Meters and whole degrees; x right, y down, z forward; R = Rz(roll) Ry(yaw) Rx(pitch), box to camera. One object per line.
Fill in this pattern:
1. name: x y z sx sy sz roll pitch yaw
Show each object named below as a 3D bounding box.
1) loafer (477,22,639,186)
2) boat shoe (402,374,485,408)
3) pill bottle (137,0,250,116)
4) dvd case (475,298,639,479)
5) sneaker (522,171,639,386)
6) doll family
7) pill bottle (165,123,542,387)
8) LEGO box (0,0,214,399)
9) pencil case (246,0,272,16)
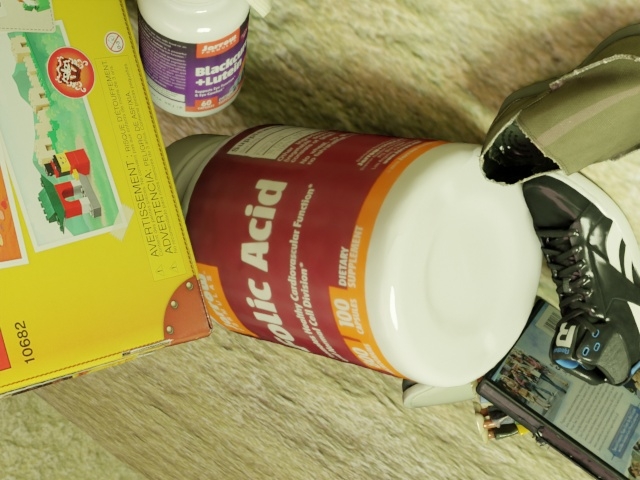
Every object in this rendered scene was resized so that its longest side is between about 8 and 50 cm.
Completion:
1. loafer: 0.211 -0.090 1.010 0.094 0.087 0.251 45 154 -9
2. boat shoe: 0.148 0.112 1.439 0.319 0.116 0.099 98 162 -68
3. pill bottle: -0.122 -0.213 1.238 0.108 0.108 0.193 35 154 12
4. dvd case: 0.283 0.171 1.234 0.253 0.180 0.022 36 125 9
5. sneaker: 0.233 0.043 1.152 0.217 0.121 0.079 51 151 -20
6. doll family: 0.216 0.161 1.330 0.111 0.193 0.076 -15 111 7
7. pill bottle: 0.000 0.000 1.275 0.392 0.224 0.224 10 141 45
8. LEGO box: -0.355 -0.093 1.190 0.193 0.372 0.500 -17 88 49
9. pencil case: -0.159 -0.343 0.997 0.410 0.183 0.160 31 170 20
